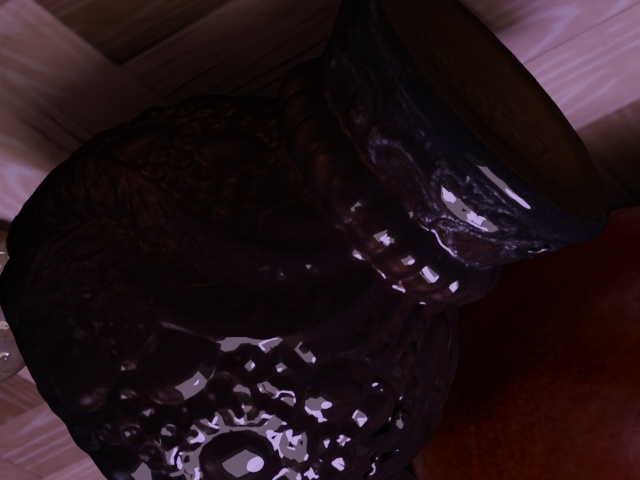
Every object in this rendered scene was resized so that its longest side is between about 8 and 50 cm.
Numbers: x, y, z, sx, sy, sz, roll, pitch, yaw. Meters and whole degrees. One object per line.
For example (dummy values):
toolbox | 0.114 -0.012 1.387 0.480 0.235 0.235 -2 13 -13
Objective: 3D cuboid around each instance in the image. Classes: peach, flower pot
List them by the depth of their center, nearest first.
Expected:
flower pot | 0.000 0.000 1.097 0.267 0.266 0.266 -43 135 21
peach | 0.217 0.123 1.304 0.332 0.307 0.308 0 147 13

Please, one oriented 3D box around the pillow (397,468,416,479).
pillow | 0.093 0.243 1.537 0.067 0.173 0.270 -47 141 -1

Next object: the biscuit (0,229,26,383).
biscuit | -0.272 0.049 1.267 0.220 0.033 0.220 -8 146 -5
